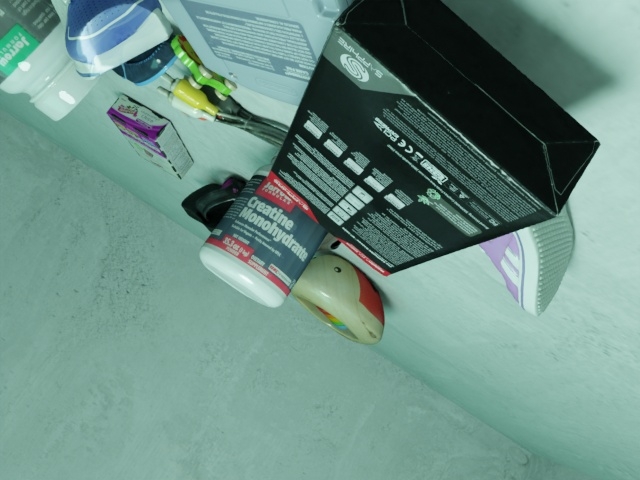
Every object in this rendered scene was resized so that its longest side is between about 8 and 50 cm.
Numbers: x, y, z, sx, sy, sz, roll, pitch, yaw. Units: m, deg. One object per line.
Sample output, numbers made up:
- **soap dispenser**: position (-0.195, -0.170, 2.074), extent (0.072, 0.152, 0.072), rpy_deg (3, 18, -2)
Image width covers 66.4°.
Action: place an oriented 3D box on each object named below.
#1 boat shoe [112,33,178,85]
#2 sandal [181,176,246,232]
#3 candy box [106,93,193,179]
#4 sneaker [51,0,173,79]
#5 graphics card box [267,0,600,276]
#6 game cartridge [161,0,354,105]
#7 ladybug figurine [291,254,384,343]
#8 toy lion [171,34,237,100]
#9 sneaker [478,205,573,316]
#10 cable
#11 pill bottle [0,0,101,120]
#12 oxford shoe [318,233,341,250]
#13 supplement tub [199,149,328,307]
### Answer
- **boat shoe**: position (-0.329, -0.324, 0.840), extent (0.258, 0.109, 0.089), rpy_deg (15, 153, 45)
- **sandal**: position (-0.281, -0.110, 1.346), extent (0.445, 0.167, 0.107), rpy_deg (15, 139, 50)
- **candy box**: position (-0.453, -0.274, 1.328), extent (0.159, 0.071, 0.233), rpy_deg (30, 165, 9)
- **sneaker**: position (-0.286, -0.326, 0.567), extent (0.316, 0.127, 0.182), rpy_deg (60, 178, 44)
- **graphics card box**: position (0.075, -0.084, 0.549), extent (0.232, 0.094, 0.371), rpy_deg (40, 163, -3)
- **game cartridge**: position (-0.067, -0.255, 0.613), extent (0.294, 0.060, 0.196), rpy_deg (25, 160, 29)
- **ladybug figurine**: position (0.068, 0.182, 1.521), extent (0.304, 0.162, 0.449), rpy_deg (23, 162, 32)
- **toy lion**: position (-0.189, -0.279, 0.777), extent (0.096, 0.034, 0.100), rpy_deg (61, -157, 16)
- **sneaker**: position (0.243, -0.016, 0.665), extent (0.161, 0.102, 0.282), rpy_deg (24, 153, 43)
- **cable**: position (-0.163, -0.214, 0.910), extent (0.287, 0.072, 0.139), rpy_deg (33, 171, -1)
- **pill bottle**: position (-0.614, -0.418, 0.939), extent (0.204, 0.204, 0.361), rpy_deg (14, 157, 51)
- **oxford shoe**: position (0.000, 0.000, 1.220), extent (0.098, 0.097, 0.271), rpy_deg (27, 166, -2)
- **supplement tub**: position (-0.089, -0.025, 0.961), extent (0.191, 0.272, 0.191), rpy_deg (30, 165, 9)
